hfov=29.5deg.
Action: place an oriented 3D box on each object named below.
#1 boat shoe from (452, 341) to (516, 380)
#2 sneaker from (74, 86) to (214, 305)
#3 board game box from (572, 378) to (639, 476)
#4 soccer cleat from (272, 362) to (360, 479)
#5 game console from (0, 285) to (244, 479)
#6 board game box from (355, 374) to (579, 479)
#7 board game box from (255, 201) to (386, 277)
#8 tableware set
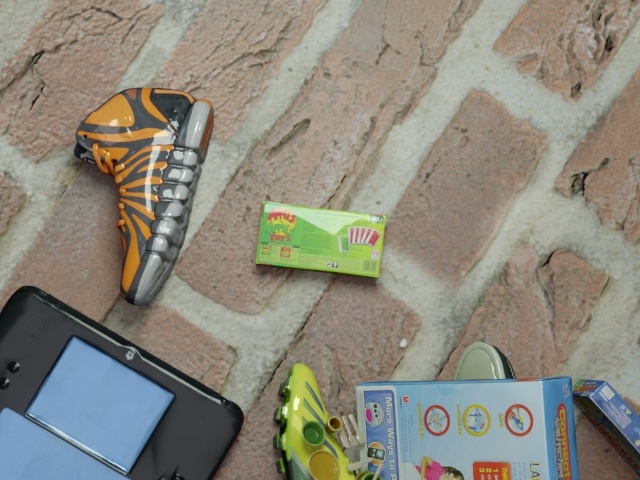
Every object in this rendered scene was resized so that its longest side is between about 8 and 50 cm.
[{"bbox_3d":[0.271,0.314,1.742,0.113,0.127,0.340,-1,77,-34],"label":"boat shoe"},{"bbox_3d":[-0.277,-0.071,1.758,0.180,0.124,0.321,14,74,3],"label":"sneaker"},{"bbox_3d":[0.444,0.284,1.735,0.035,0.136,0.201,-41,87,-5],"label":"board game box"},{"bbox_3d":[0.000,0.314,1.720,0.121,0.093,0.289,-2,66,-10],"label":"soccer cleat"},{"bbox_3d":[-0.352,0.298,1.742,0.386,0.060,0.342,30,85,0],"label":"game console"},{"bbox_3d":[0.199,0.342,1.659,0.302,0.086,0.308,-6,84,38],"label":"board game box"},{"bbox_3d":[0.000,0.000,1.788,0.181,0.043,0.092,6,84,-2],"label":"board game box"},{"bbox_3d":[0.035,0.311,1.669,0.104,0.024,0.154,-11,69,-31],"label":"tableware set"}]
